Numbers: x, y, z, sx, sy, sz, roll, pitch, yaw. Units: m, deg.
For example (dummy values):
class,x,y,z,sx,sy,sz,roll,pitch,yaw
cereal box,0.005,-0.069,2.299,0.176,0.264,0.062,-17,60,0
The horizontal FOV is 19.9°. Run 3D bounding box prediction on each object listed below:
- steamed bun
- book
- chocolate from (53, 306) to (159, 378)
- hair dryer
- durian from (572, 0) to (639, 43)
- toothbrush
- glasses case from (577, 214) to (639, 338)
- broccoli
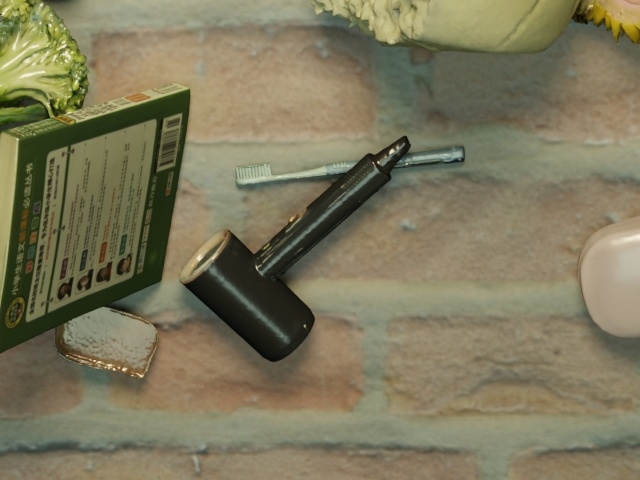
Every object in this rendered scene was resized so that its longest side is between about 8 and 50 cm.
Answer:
class,x,y,z,sx,sy,sz,roll,pitch,yaw
steamed bun,0.121,-0.281,1.524,0.274,0.272,0.290,10,114,-4
book,-0.208,-0.025,1.634,0.027,0.264,0.202,21,113,23
chocolate,-0.210,0.094,1.791,0.101,0.031,0.064,14,93,-9
hair dryer,0.000,0.000,1.730,0.255,0.070,0.128,-39,107,16
durian,0.370,-0.297,1.610,0.196,0.185,0.305,15,103,-30
toothbrush,0.028,-0.073,1.735,0.220,0.016,0.019,-5,103,3
glasses case,0.393,0.014,1.734,0.297,0.075,0.113,-13,109,4
broccoli,-0.334,-0.111,1.534,0.252,0.361,0.221,-27,123,12
